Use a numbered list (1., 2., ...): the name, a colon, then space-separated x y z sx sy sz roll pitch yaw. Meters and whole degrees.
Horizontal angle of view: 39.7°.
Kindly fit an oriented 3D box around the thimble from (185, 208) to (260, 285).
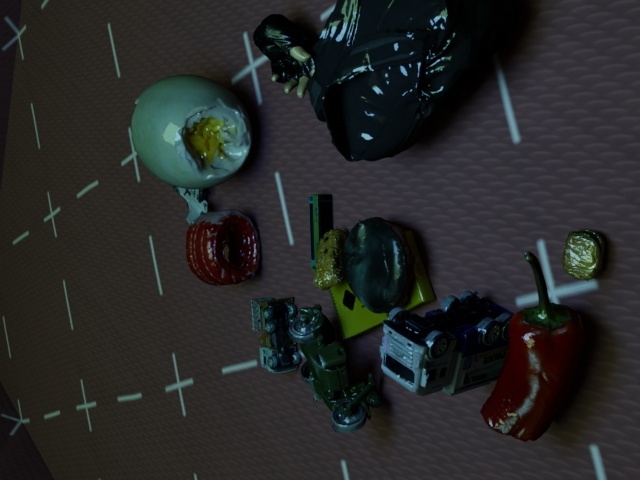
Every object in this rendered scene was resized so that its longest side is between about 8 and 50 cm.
1. thimble: -0.245 0.018 2.219 0.125 0.163 0.189 -9 95 49

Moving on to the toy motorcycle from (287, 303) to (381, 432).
1. toy motorcycle: 0.028 0.270 1.908 0.275 0.127 0.205 45 153 51

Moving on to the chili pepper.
1. chili pepper: 0.377 0.174 1.483 0.131 0.135 0.338 28 122 30

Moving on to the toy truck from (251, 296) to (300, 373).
1. toy truck: -0.114 0.228 2.156 0.115 0.080 0.177 -2 93 57

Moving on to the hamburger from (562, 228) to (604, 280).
1. hamburger: 0.435 0.024 1.465 0.076 0.044 0.083 20 113 46

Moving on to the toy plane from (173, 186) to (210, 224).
1. toy plane: -0.347 -0.116 2.409 0.234 0.082 0.160 -120 32 -48

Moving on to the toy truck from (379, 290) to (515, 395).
1. toy truck: 0.229 0.194 1.570 0.124 0.268 0.155 30 120 46

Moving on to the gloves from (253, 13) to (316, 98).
1. gloves: -0.064 -0.407 1.974 0.203 0.124 0.164 48 165 4

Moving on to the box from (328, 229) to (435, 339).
1. box: 0.118 0.099 1.874 0.279 0.041 0.153 -33 70 49

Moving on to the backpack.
1. backpack: 0.130 -0.349 1.636 0.363 0.255 0.445 62 140 34

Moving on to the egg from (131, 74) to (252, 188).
1. egg: -0.331 -0.271 2.195 0.336 0.278 0.278 22 112 52

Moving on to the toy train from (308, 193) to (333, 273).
1. toy train: 0.000 0.000 2.005 0.042 0.044 0.209 6 100 50

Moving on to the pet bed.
1. pet bed: 0.116 0.048 1.799 0.201 0.054 0.201 10 104 49

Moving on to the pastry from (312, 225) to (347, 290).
1. pastry: 0.022 0.039 1.931 0.080 0.056 0.140 -33 35 36
